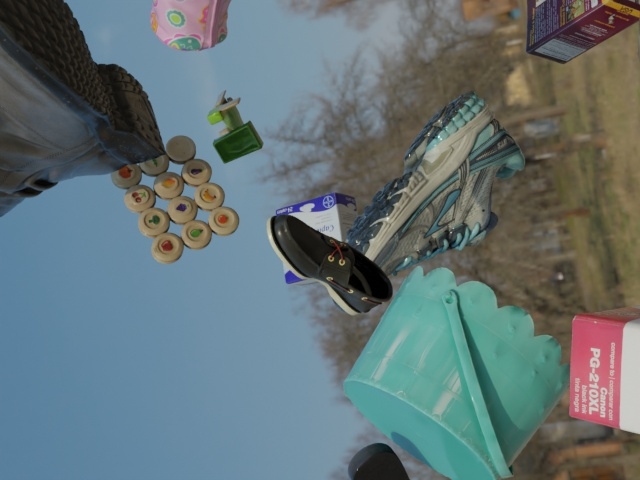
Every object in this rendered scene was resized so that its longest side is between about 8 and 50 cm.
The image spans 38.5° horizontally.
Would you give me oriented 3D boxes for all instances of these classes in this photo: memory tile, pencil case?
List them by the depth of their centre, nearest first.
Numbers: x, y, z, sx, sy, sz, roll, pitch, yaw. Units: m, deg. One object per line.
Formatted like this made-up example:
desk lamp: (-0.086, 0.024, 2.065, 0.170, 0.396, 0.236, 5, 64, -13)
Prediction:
memory tile: (-0.172, -0.051, 1.085, 0.148, 0.113, 0.012, 57, 160, 20)
pencil case: (-0.157, -0.392, 1.251, 0.284, 0.124, 0.124, 117, 161, -48)

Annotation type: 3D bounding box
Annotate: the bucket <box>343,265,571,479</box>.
bucket: (0.179, 0.190, 1.228, 0.183, 0.281, 0.281, -53, -35, -19)

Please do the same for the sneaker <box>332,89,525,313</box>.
sneaker: (0.122, -0.025, 0.968, 0.122, 0.283, 0.110, 40, 164, -8)

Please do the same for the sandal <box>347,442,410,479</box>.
sandal: (0.119, 0.383, 1.271, 0.254, 0.097, 0.054, 51, 178, -31)

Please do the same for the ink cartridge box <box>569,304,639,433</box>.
ink cartridge box: (0.365, 0.120, 0.791, 0.172, 0.237, 0.100, -3, -84, -40)

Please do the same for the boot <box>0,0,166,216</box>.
boot: (-0.296, -0.109, 0.818, 0.338, 0.222, 0.118, 55, -165, -66)

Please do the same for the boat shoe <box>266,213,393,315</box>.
boat shoe: (0.009, 0.015, 0.740, 0.133, 0.042, 0.049, 39, -140, -37)

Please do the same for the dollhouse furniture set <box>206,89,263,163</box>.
dollhouse furniture set: (-0.109, -0.161, 1.259, 0.076, 0.058, 0.152, 61, -166, -22)

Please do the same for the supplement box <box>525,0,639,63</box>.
supplement box: (0.404, -0.360, 1.408, 0.188, 0.080, 0.104, -27, 55, 61)

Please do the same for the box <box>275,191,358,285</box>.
box: (0.000, 0.000, 1.589, 0.072, 0.126, 0.137, 9, -111, -59)

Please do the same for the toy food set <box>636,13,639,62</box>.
toy food set: (0.467, -0.186, 1.093, 0.220, 0.092, 0.306, 37, -145, -70)
